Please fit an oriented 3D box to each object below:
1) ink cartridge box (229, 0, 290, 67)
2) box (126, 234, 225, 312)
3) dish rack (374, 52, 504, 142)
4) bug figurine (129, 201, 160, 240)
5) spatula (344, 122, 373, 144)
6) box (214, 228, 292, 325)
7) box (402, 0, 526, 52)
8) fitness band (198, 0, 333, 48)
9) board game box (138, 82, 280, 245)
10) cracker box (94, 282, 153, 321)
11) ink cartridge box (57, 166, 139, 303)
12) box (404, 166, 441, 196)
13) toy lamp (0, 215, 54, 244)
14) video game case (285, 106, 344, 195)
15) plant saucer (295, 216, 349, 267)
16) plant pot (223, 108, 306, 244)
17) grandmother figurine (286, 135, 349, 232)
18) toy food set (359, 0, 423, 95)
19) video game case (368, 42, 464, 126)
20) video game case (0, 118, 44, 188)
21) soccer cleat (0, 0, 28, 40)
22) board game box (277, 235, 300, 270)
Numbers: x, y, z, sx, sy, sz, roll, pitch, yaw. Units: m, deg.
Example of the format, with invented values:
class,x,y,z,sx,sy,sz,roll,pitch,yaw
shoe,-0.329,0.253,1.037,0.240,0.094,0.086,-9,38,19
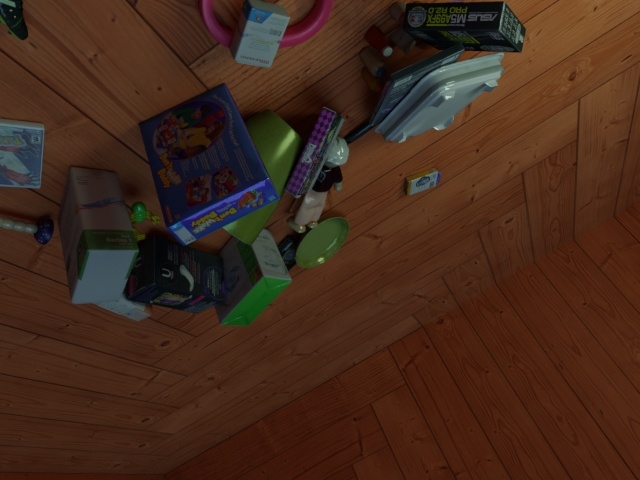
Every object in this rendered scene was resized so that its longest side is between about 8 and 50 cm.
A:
class,x,y,z,sx,sy,sz,roll,pitch,yaw
ink cartridge box,-0.132,-0.438,1.023,0.089,0.052,0.122,-1,140,-33
box,-0.450,0.115,1.513,0.144,0.165,0.270,-25,149,29
dish rack,0.332,-0.376,1.336,0.286,0.072,0.333,-22,174,-25
bug figurine,-0.444,-0.066,1.343,0.279,0.072,0.216,-13,167,-25
spatula,0.183,-0.374,1.418,0.297,0.030,0.084,-37,148,17
box,-0.248,0.118,1.614,0.127,0.231,0.262,14,130,-45
box,0.343,-0.495,1.129,0.270,0.217,0.060,-18,119,-58
fitness band,-0.113,-0.512,1.028,0.291,0.054,0.209,-14,147,-16
board game box,-0.262,-0.184,1.098,0.234,0.347,0.078,-26,146,0
cracker box,-0.613,0.136,1.460,0.067,0.155,0.232,-26,147,13
ink cartridge box,-0.559,-0.015,1.194,0.117,0.278,0.201,1,138,-39
box,0.373,-0.216,1.759,0.136,0.028,0.081,-21,146,-11
toy lamp,-0.804,-0.051,1.164,0.080,0.080,0.275,-42,144,22
video game case,-0.011,-0.236,1.295,0.231,0.042,0.210,-64,177,13
plant saucer,0.000,0.000,1.755,0.241,0.037,0.240,-29,146,-22
plant pot,-0.184,-0.187,1.259,0.293,0.275,0.275,-47,144,1
grandmother figurine,-0.008,-0.176,1.510,0.208,0.104,0.342,-31,155,-48
toy food set,0.185,-0.485,1.205,0.111,0.104,0.232,16,128,-45
video game case,0.238,-0.395,1.254,0.196,0.026,0.274,-27,176,-8
video game case,-0.732,-0.193,1.067,0.202,0.023,0.183,0,138,-33
soccer cleat,-0.542,-0.437,0.836,0.073,0.060,0.178,-18,142,-14
board game box,-0.129,0.059,1.796,0.126,0.026,0.186,16,128,-45
